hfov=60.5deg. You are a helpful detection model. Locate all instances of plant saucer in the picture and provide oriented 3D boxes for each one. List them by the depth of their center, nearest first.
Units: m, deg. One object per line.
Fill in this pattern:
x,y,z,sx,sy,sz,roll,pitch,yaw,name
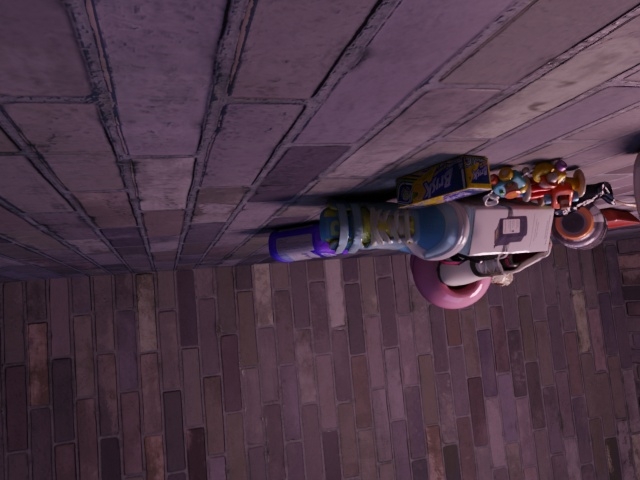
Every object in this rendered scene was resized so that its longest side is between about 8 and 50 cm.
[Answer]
0.909,-0.065,1.861,0.258,0.048,0.259,-10,171,44,plant saucer

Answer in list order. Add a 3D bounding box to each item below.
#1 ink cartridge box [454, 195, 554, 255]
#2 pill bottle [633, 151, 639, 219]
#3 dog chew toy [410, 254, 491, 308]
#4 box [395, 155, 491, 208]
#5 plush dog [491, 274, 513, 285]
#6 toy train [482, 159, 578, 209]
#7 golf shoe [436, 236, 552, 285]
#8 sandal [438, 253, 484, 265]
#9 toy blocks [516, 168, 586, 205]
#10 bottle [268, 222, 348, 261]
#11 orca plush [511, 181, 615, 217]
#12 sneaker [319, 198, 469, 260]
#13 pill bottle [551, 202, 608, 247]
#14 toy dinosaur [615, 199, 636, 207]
0.335,-0.037,1.147,0.237,0.100,0.172,-2,-167,-31,ink cartridge box
0.651,-0.093,0.859,0.264,0.146,0.146,-7,174,19,pill bottle
0.340,0.063,1.520,0.206,0.207,0.332,-5,-170,-2,dog chew toy
0.201,-0.094,0.918,0.059,0.054,0.169,-2,173,-31,box
0.596,0.023,2.027,0.262,0.211,0.225,23,-171,0,plush dog
0.378,-0.082,0.972,0.166,0.046,0.125,-3,143,8,toy train
0.397,0.039,1.274,0.273,0.105,0.120,-25,-169,18,golf shoe
0.264,0.027,1.162,0.179,0.040,0.067,16,-165,38,sandal
0.418,-0.098,1.068,0.148,0.054,0.123,-5,174,5,toy blocks
0.000,0.000,1.474,0.283,0.092,0.118,-8,170,29,bottle
0.547,-0.059,1.317,0.287,0.102,0.151,-8,174,26,orca plush
0.120,-0.022,1.076,0.208,0.127,0.319,-2,-179,-29,sneaker
0.699,-0.042,1.485,0.130,0.130,0.245,-8,173,30,pill bottle
0.888,-0.092,1.487,0.211,0.064,0.112,0,173,-40,toy dinosaur
